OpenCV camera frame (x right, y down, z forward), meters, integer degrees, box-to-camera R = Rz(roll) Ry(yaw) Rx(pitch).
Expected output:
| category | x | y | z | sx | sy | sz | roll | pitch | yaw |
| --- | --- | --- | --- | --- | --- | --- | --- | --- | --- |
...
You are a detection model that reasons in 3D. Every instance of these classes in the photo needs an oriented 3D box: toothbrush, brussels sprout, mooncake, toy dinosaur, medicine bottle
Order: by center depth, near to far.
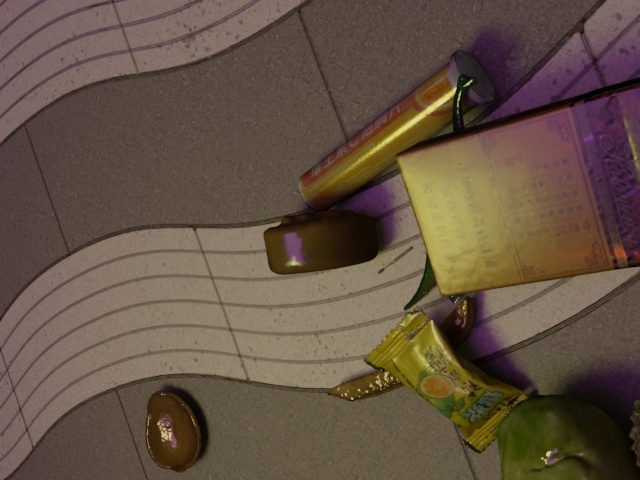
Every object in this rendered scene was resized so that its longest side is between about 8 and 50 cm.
| category | x | y | z | sx | sy | sz | roll | pitch | yaw |
| --- | --- | --- | --- | --- | --- | --- | --- | --- | --- |
| brussels sprout | 0.408 | 0.413 | 1.252 | 0.274 | 0.242 | 0.317 | -130 | 27 | -55 |
| toy dinosaur | 0.212 | -0.052 | 1.385 | 0.301 | 0.087 | 0.447 | 48 | 130 | 2 |
| medicine bottle | 0.128 | -0.189 | 1.446 | 0.426 | 0.108 | 0.108 | -35 | 78 | 36 |
| mooncake | 0.000 | 0.000 | 1.508 | 0.234 | 0.234 | 0.117 | -10 | 90 | 36 |
| toothbrush | 0.149 | 0.041 | 1.532 | 0.006 | 0.008 | 0.097 | 50 | 123 | 1 |

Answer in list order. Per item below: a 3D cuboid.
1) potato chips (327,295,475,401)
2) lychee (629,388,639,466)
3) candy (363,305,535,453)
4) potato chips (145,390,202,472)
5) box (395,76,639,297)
| category | x | y | z | sx | sy | sz | roll | pitch | yaw |
| --- | --- | --- | --- | --- | --- | --- | --- | --- | --- |
| potato chips | 0.170 | 0.244 | 1.525 | 0.407 | 0.057 | 0.080 | -40 | 72 | 33 |
| lychee | 0.591 | 0.307 | 1.099 | 0.300 | 0.300 | 0.300 | 7 | 103 | 34 |
| candy | 0.239 | 0.267 | 1.429 | 0.297 | 0.081 | 0.187 | 36 | 125 | -3 |
| potato chips | -0.373 | 0.485 | 1.957 | 0.195 | 0.062 | 0.208 | -43 | 72 | 27 |
| box | 0.352 | -0.074 | 1.177 | 0.415 | 0.115 | 0.264 | -14 | 99 | 32 |
